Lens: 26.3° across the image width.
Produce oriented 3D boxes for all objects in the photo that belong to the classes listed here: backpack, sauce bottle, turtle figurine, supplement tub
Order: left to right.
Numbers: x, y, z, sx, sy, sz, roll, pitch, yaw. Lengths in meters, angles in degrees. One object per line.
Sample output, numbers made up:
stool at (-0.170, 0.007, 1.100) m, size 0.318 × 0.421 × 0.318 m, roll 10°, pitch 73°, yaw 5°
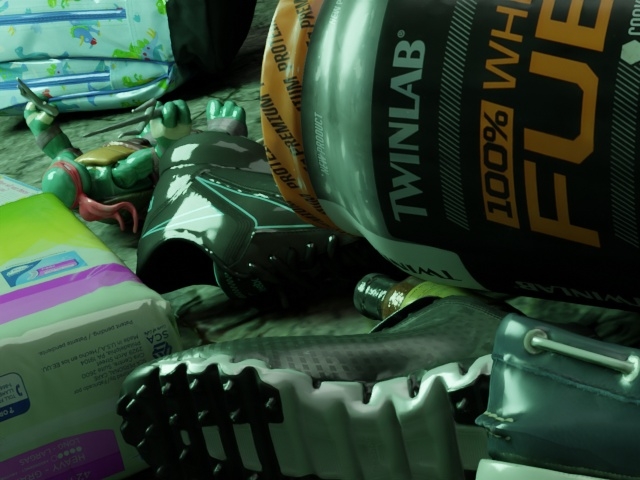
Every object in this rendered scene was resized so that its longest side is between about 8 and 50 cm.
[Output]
backpack at (-0.267, -0.263, 1.595) m, size 0.355 × 0.273 × 0.290 m, roll 9°, pitch 24°, yaw 4°
turtle figurine at (-0.165, -0.072, 1.115) m, size 0.175 × 0.118 × 0.234 m, roll 11°, pitch 13°, yaw 26°
sauce bottle at (0.060, 0.040, 0.719) m, size 0.042 × 0.042 × 0.128 m, roll -24°, pitch 22°, yaw -22°
supplement tub at (0.142, -0.063, 0.647) m, size 0.316 × 0.193 × 0.193 m, roll 7°, pitch 27°, yaw 31°

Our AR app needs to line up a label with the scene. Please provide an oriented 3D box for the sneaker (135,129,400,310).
sneaker at (0.000, 0.000, 0.848) m, size 0.267 × 0.101 × 0.106 m, roll 3°, pitch 53°, yaw 34°

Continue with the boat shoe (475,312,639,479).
boat shoe at (0.174, 0.064, 0.448) m, size 0.254 × 0.079 × 0.095 m, roll 1°, pitch -9°, yaw 32°

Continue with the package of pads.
package of pads at (-0.216, 0.073, 0.762) m, size 0.229 × 0.101 × 0.296 m, roll -20°, pitch 18°, yaw -16°

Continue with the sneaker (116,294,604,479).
sneaker at (0.025, 0.070, 0.615) m, size 0.234 × 0.078 × 0.106 m, roll -3°, pitch 19°, yaw 23°

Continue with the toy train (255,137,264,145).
toy train at (0.084, -0.070, 0.951) m, size 0.248 × 0.105 × 0.143 m, roll -20°, pitch 32°, yaw -12°

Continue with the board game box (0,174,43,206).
board game box at (-0.308, -0.022, 1.225) m, size 0.103 × 0.026 × 0.154 m, roll -24°, pitch 20°, yaw -24°
